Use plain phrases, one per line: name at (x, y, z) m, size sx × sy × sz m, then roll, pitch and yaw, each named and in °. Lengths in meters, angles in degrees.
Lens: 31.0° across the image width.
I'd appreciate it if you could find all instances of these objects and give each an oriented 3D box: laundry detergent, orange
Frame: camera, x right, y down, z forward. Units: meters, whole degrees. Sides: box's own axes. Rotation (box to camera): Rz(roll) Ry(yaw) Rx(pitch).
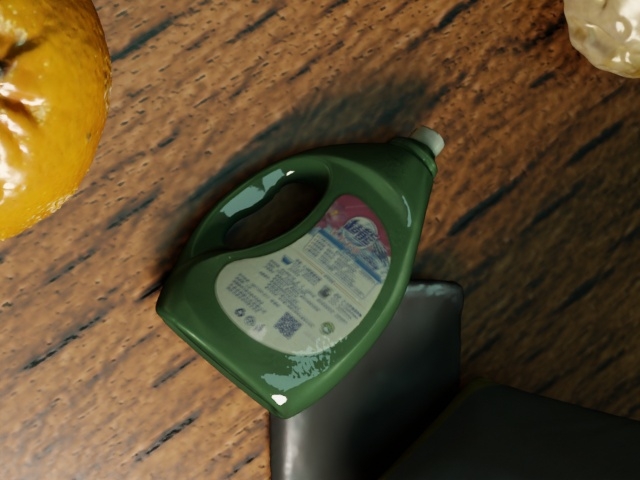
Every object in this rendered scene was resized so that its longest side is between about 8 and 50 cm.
laundry detergent at (0.000, 0.000, 0.749) m, size 0.137 × 0.063 × 0.211 m, roll 37°, pitch 75°, yaw 10°
orange at (-0.206, -0.083, 0.615) m, size 0.193 × 0.161 × 0.193 m, roll -1°, pitch 95°, yaw -17°

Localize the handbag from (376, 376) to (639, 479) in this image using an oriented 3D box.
handbag at (0.174, 0.237, 0.736) m, size 0.222 × 0.241 × 0.263 m, roll -36°, pitch 115°, yaw -29°

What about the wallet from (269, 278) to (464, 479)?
wallet at (0.035, 0.169, 0.813) m, size 0.146 × 0.030 × 0.285 m, roll -4°, pitch 97°, yaw -18°

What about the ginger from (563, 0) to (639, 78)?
ginger at (0.300, -0.257, 0.806) m, size 0.190 × 0.126 × 0.354 m, roll 33°, pitch 86°, yaw -16°
